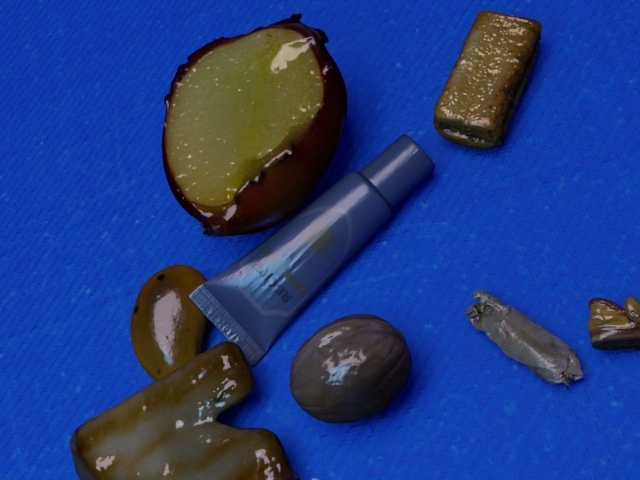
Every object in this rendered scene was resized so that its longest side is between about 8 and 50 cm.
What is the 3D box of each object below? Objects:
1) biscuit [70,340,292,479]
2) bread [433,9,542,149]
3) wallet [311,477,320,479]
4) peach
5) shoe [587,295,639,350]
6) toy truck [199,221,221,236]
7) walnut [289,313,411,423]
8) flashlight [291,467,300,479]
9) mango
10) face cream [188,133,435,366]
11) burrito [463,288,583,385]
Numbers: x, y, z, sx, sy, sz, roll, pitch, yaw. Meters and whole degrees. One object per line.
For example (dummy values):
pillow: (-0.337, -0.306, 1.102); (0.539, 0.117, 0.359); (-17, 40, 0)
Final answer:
biscuit: (-0.192, 0.294, 1.617); (0.291, 0.062, 0.237); (-33, 60, 10)
bread: (0.241, -0.232, 1.727); (0.114, 0.083, 0.211); (17, 70, 24)
wallet: (0.021, 0.384, 1.508); (0.095, 0.033, 0.190); (-46, 56, -8)
peach: (-0.088, -0.131, 1.739); (0.258, 0.201, 0.361); (-1, 59, 18)
shoe: (0.385, 0.098, 1.487); (0.109, 0.072, 0.069); (-15, 63, 15)
toy truck: (-0.166, -0.045, 1.826); (0.044, 0.039, 0.083); (-12, 59, -3)
walnut: (0.039, 0.167, 1.560); (0.162, 0.140, 0.140); (-42, 54, 10)
flashlight: (-0.049, 0.303, 1.591); (0.018, 0.018, 0.083); (-40, 54, -2)
mango: (-0.217, 0.120, 1.728); (0.115, 0.090, 0.178); (5, 73, 17)
face cream: (0.000, 0.000, 1.699); (0.385, 0.086, 0.135); (-42, 89, -2)
burrito: (0.259, 0.127, 1.541); (0.188, 0.045, 0.058); (37, 88, 32)
